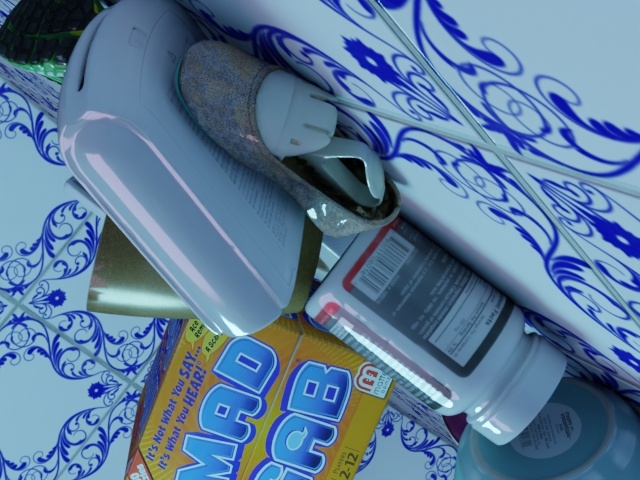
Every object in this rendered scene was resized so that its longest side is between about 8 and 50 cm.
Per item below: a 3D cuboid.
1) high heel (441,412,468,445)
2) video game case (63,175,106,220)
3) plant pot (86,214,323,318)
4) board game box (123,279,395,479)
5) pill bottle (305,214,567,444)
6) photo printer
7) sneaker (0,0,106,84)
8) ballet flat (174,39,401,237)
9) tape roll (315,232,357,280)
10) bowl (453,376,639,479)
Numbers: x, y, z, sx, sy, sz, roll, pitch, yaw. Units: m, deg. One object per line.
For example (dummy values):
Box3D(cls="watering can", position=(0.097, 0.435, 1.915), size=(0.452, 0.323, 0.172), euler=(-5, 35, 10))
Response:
Box3D(cls="high heel", position=(0.365, 0.350, 1.881), size=(0.377, 0.181, 0.127), euler=(42, -177, 40))
Box3D(cls="video game case", position=(-0.228, -0.060, 1.546), size=(0.190, 0.173, 0.022), euler=(37, 132, 6))
Box3D(cls="plant pot", position=(-0.133, 0.000, 1.374), size=(0.254, 0.237, 0.237), euler=(14, 175, -8))
Box3D(cls="board game box", position=(-0.109, 0.260, 1.978), size=(0.356, 0.356, 0.356), euler=(21, -168, -10))
Box3D(cls="pill bottle", position=(0.137, 0.104, 1.327), size=(0.283, 0.161, 0.161), euler=(37, 172, 0))
Box3D(cls="photo printer", position=(-0.136, -0.088, 1.126), size=(0.307, 0.107, 0.256), euler=(53, -154, -31))
Box3D(cls="sneaker", position=(-0.267, -0.215, 1.365), size=(0.343, 0.134, 0.146), euler=(31, 171, 34))
Box3D(cls="ballet flat", position=(-0.012, -0.101, 1.107), size=(0.106, 0.107, 0.316), euler=(1, 157, 35))
Box3D(cls="tape roll", position=(-0.048, -0.044, 1.626), size=(0.392, 0.072, 0.392), euler=(37, 172, 6))
Box3D(cls="bowl", position=(0.291, 0.289, 1.388), size=(0.311, 0.311, 0.163), euler=(28, 148, 51))
